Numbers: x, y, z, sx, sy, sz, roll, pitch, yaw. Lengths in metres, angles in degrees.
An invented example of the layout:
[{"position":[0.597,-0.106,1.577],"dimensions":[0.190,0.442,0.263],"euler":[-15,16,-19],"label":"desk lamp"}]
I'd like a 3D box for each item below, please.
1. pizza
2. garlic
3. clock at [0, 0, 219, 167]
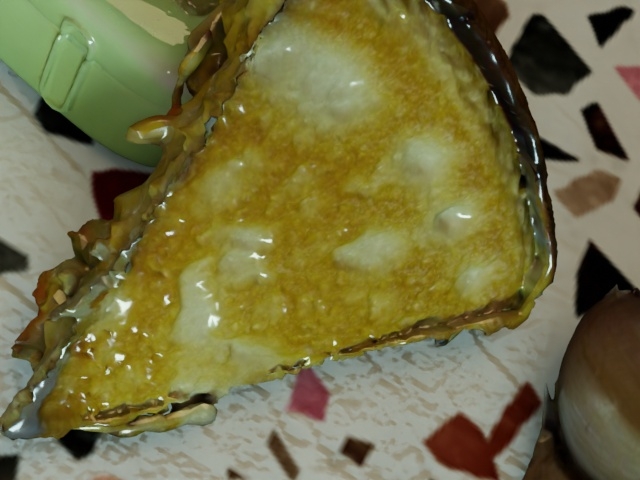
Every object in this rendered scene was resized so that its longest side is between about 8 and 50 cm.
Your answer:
[{"position":[0.000,0.000,0.904],"dimensions":[0.251,0.288,0.074],"euler":[29,14,-36],"label":"pizza"},{"position":[0.199,0.107,0.911],"dimensions":[0.160,0.214,0.191],"euler":[21,15,-27],"label":"garlic"},{"position":[-0.064,-0.230,1.002],"dimensions":[0.286,0.117,0.348],"euler":[43,58,4],"label":"clock"}]
